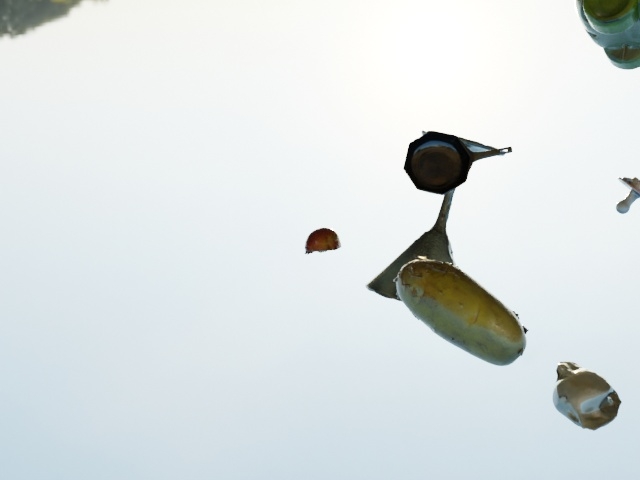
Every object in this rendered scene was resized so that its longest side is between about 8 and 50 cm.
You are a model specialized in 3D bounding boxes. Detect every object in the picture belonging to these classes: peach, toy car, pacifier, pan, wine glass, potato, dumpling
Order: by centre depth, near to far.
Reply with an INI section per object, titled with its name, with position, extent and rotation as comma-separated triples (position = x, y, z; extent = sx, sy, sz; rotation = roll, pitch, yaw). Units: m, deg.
[toy car]
position = 0.434, -0.340, 1.051
extent = 0.235, 0.235, 0.145
rotation = 9, 171, 32
[pan]
position = 0.268, -0.142, 1.699
extent = 0.201, 0.128, 0.048
rotation = 14, 170, 7
[pacifier]
position = 0.639, -0.088, 1.759
extent = 0.099, 0.078, 0.081
rotation = 36, -170, -15
[potato]
position = 0.292, 0.145, 1.777
extent = 0.300, 0.140, 0.173
rotation = 34, 171, 7
[dumpling]
position = 0.569, 0.324, 1.810
extent = 0.150, 0.093, 0.176
rotation = 2, -167, -9
[wine glass]
position = 0.286, -0.042, 2.027
extent = 0.267, 0.406, 0.267
rotation = 14, -173, -2
[peach]
position = 0.001, 0.000, 2.061
extent = 0.098, 0.062, 0.098
rotation = -6, -176, 0
